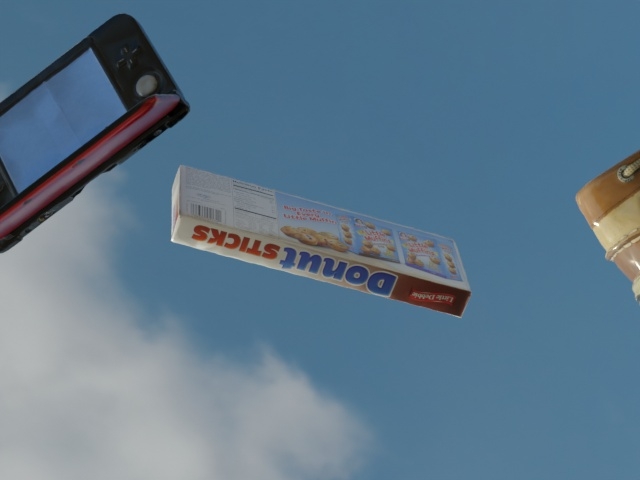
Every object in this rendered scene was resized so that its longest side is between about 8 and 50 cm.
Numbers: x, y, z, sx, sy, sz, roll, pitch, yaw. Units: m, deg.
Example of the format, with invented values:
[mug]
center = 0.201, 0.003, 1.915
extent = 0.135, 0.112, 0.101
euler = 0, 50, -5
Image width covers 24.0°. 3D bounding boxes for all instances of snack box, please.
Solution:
[snack box]
center = 0.000, 0.000, 0.886
extent = 0.178, 0.064, 0.022
euler = 15, -64, -13

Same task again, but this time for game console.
[game console]
center = -0.155, -0.063, 0.841
extent = 0.144, 0.124, 0.085
euler = -36, -29, 7

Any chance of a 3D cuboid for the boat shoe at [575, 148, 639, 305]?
[boat shoe]
center = 0.308, -0.090, 1.015
extent = 0.324, 0.122, 0.120
euler = -39, -101, -15
